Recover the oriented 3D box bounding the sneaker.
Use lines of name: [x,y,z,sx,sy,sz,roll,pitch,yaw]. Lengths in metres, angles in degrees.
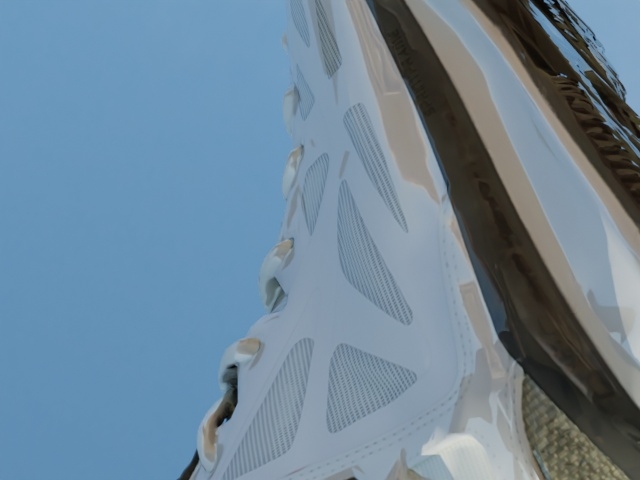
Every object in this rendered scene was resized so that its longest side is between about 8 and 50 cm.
sneaker: [-0.001,0.000,0.761,0.169,0.257,0.447,35,-160,-40]
